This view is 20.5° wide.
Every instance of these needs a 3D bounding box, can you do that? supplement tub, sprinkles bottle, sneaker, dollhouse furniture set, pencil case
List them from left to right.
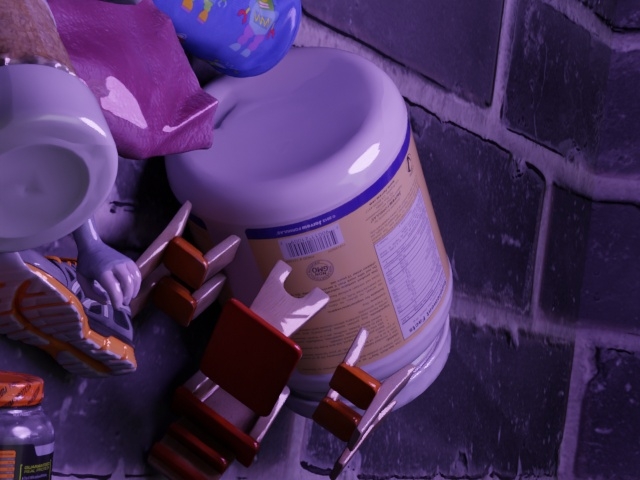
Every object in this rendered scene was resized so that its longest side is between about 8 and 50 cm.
[{"bbox_3d":[-0.241,-0.156,1.168,0.355,0.121,0.121,63,5,37],"label":"sprinkles bottle"},{"bbox_3d":[-0.272,0.201,1.405,0.117,0.117,0.190,3,93,-64],"label":"supplement tub"},{"bbox_3d":[-0.225,0.048,1.527,0.215,0.084,0.083,53,35,-59],"label":"sneaker"},{"bbox_3d":[-0.125,-0.249,1.606,0.133,0.119,0.306,-66,153,-2],"label":"pencil case"},{"bbox_3d":[-0.077,0.134,1.663,0.135,0.262,0.259,-50,172,-31],"label":"dollhouse furniture set"},{"bbox_3d":[0.000,0.000,1.777,0.241,0.241,0.331,-62,146,-38],"label":"supplement tub"}]

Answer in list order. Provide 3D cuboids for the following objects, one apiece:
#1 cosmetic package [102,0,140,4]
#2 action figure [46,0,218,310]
[{"bbox_3d":[-0.219,-0.390,0.926,0.393,0.327,0.329,-69,158,-12],"label":"cosmetic package"},{"bbox_3d":[-0.221,-0.107,1.300,0.370,0.248,0.275,-37,127,-60],"label":"action figure"}]
